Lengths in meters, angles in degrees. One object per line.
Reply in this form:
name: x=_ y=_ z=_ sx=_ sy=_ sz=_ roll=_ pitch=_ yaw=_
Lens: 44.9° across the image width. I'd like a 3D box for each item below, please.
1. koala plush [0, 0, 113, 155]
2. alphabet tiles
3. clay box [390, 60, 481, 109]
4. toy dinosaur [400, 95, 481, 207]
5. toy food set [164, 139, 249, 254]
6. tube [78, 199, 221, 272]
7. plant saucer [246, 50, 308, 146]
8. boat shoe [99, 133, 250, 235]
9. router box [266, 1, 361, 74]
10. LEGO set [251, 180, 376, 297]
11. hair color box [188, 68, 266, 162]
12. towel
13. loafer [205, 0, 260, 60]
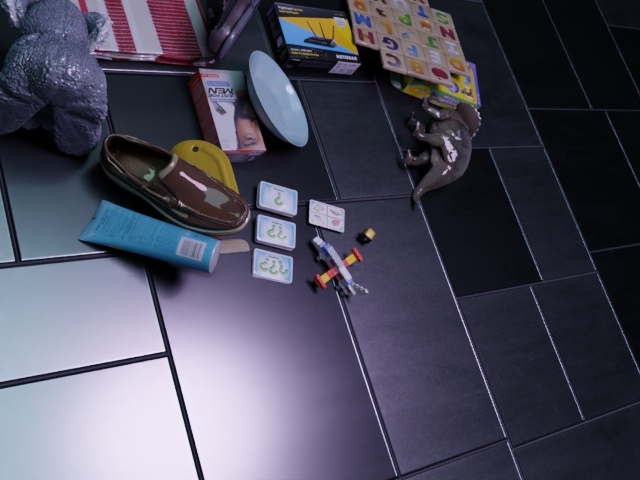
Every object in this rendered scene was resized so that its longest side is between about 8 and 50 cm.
koala plush: x=-0.402 y=-0.278 z=1.167 sx=0.196 sy=0.203 sz=0.221 roll=13 pitch=60 yaw=-29
alphabet tiles: x=0.191 y=-0.477 z=1.734 sx=0.285 sy=0.011 sz=0.343 roll=12 pitch=48 yaw=-22
clay box: x=0.258 y=-0.375 z=1.756 sx=0.222 sy=0.053 sz=0.127 roll=15 pitch=58 yaw=-28
toy dinosaur: x=0.261 y=-0.204 z=1.629 sx=0.160 sy=0.121 sz=0.314 roll=19 pitch=52 yaw=-9
toy food set: x=-0.199 y=-0.057 z=1.285 sx=0.128 sy=0.071 sz=0.218 roll=-12 pitch=69 yaw=-11
tube: x=-0.258 y=-0.004 z=1.192 sx=0.207 sy=0.052 sz=0.080 roll=17 pitch=50 yaw=4
plant saucer: x=-0.089 y=-0.257 z=1.441 sx=0.195 sy=0.037 sz=0.195 roll=50 pitch=27 yaw=-37
boat shoe: x=-0.230 y=-0.089 z=1.203 sx=0.257 sy=0.095 sz=0.095 roll=23 pitch=67 yaw=4
router box: x=-0.014 y=-0.415 z=1.599 sx=0.179 sy=0.046 sz=0.133 roll=-4 pitch=69 yaw=-35
LEGO set: x=0.000 y=0.000 z=1.390 sx=0.244 sy=0.060 sz=0.182 roll=16 pitch=63 yaw=-27
hair color box: x=-0.168 y=-0.224 z=1.393 sx=0.093 sy=0.053 sz=0.167 roll=-6 pitch=71 yaw=-37
towel: x=-0.360 y=-0.420 z=1.380 sx=0.329 sy=0.037 sz=0.237 roll=-6 pitch=68 yaw=-37
loafer: x=-0.176 y=-0.432 z=1.446 sx=0.095 sy=0.109 sz=0.302 roll=31 pitch=36 yaw=-13
